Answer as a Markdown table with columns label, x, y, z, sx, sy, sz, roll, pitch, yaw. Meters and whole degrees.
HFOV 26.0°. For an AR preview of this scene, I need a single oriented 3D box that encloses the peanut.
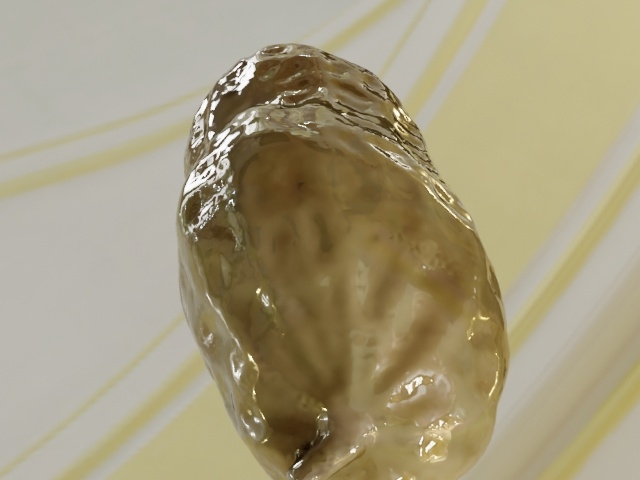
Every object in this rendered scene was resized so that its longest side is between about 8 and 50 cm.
| label | x | y | z | sx | sy | sz | roll | pitch | yaw |
| --- | --- | --- | --- | --- | --- | --- | --- | --- | --- |
| peanut | -0.001 | -0.005 | 0.672 | 0.143 | 0.159 | 0.291 | -13 | -144 | -2 |
